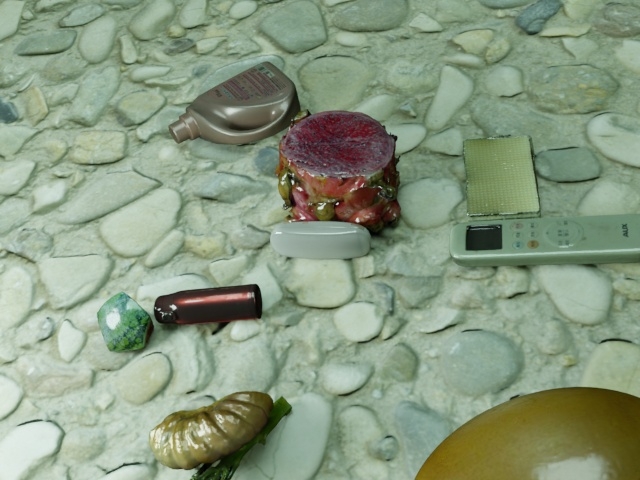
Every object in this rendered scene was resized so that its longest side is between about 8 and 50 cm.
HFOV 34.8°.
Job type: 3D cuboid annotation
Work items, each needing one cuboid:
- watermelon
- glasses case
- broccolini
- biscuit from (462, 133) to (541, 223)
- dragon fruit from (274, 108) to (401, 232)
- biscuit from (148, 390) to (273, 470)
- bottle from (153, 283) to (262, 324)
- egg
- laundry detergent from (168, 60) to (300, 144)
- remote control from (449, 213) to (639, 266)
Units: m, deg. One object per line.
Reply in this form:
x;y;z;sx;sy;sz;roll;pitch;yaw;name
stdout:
-0.304;0.123;1.589;0.084;0.092;0.072;-6;5;-4;watermelon
0.000;0.000;1.646;0.164;0.063;0.041;-1;48;13;glasses case
-0.104;0.294;1.390;0.058;0.067;0.216;28;48;30;broccolini
0.299;-0.100;1.694;0.121;0.041;0.199;-5;43;11;biscuit
0.032;-0.098;1.696;0.211;0.147;0.282;-23;46;-23;dragon fruit
-0.153;0.252;1.381;0.183;0.061;0.118;-20;19;10;biscuit
-0.176;0.102;1.588;0.164;0.060;0.060;-5;45;8;bottle
0.266;0.305;1.122;0.351;0.283;0.283;-10;44;4;egg
-0.154;-0.233;1.905;0.237;0.076;0.171;-30;47;-17;laundry detergent
0.354;0.002;1.581;0.309;0.038;0.090;-1;45;12;remote control
